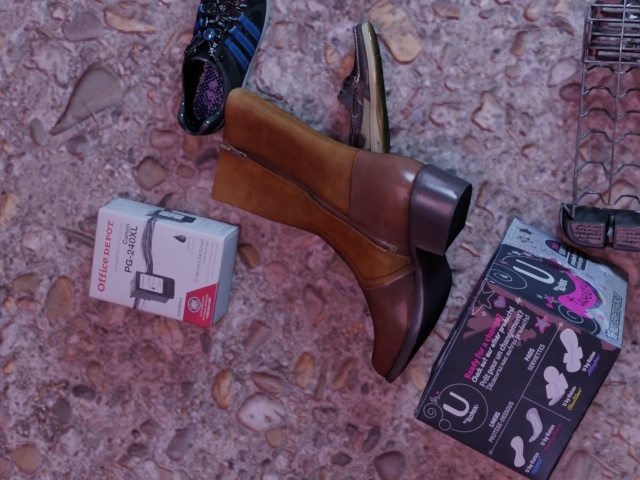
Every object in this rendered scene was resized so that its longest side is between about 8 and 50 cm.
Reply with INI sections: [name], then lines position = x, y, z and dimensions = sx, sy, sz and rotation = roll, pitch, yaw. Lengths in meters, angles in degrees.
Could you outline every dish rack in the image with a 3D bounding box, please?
[dish rack]
position = 0.346, -0.112, 1.316
dimensions = 0.208, 0.074, 0.271
rotation = 5, 104, 12

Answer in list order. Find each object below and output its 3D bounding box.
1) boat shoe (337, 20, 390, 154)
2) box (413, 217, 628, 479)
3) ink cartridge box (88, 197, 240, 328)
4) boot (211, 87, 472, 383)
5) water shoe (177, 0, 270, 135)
[boat shoe]
position = 0.042, -0.150, 1.393
dimensions = 0.049, 0.056, 0.152
rotation = -3, 104, 11
[box]
position = 0.202, 0.097, 1.313
dimensions = 0.142, 0.247, 0.163
rotation = 26, 109, 6
[ink cartridge box]
position = -0.176, 0.024, 1.493
dimensions = 0.151, 0.063, 0.109
rotation = 13, 107, 11
[boot]
position = 0.000, 0.000, 1.424
dimensions = 0.281, 0.096, 0.264
rotation = 22, 131, 17
[water shoe]
position = -0.102, -0.206, 1.403
dimensions = 0.073, 0.080, 0.203
rotation = 13, 107, 11
